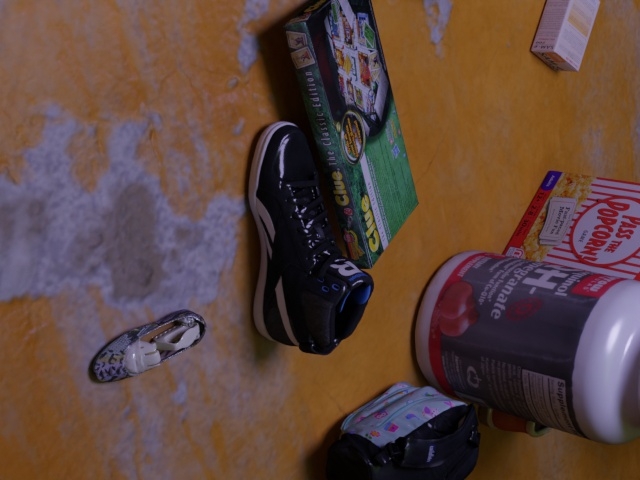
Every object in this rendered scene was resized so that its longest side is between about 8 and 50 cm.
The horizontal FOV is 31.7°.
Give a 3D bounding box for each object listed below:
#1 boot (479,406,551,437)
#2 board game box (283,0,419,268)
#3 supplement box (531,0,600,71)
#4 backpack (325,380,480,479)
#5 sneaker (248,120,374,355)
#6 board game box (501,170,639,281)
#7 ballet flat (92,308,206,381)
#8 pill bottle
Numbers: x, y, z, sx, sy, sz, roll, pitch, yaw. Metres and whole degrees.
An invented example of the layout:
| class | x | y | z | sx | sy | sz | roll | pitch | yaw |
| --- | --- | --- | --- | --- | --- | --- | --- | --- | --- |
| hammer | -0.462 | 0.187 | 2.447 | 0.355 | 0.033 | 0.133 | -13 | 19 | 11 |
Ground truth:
| class | x | y | z | sx | sy | sz | roll | pitch | yaw |
| --- | --- | --- | --- | --- | --- | --- | --- | --- | --- |
| boot | 0.280 | 0.213 | 1.422 | 0.158 | 0.084 | 0.059 | -11 | 106 | -45 |
| board game box | 0.036 | -0.116 | 1.107 | 0.136 | 0.030 | 0.260 | -52 | 134 | -50 |
| supplement box | 0.296 | -0.261 | 1.356 | 0.062 | 0.036 | 0.098 | 25 | 81 | -46 |
| backpack | 0.090 | 0.228 | 1.210 | 0.182 | 0.115 | 0.152 | -30 | 131 | -38 |
| sneaker | 0.000 | 0.000 | 1.056 | 0.079 | 0.121 | 0.217 | -14 | 110 | -44 |
| board game box | 0.330 | -0.003 | 1.339 | 0.045 | 0.193 | 0.147 | 49 | 65 | -41 |
| ballet flat | -0.146 | 0.093 | 0.990 | 0.114 | 0.041 | 0.041 | -28 | 119 | -38 |
| pill bottle | 0.275 | 0.119 | 1.222 | 0.176 | 0.318 | 0.176 | -12 | 107 | -44 |
